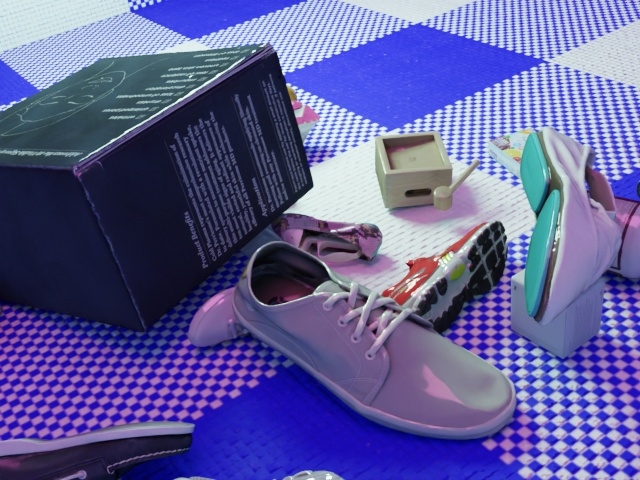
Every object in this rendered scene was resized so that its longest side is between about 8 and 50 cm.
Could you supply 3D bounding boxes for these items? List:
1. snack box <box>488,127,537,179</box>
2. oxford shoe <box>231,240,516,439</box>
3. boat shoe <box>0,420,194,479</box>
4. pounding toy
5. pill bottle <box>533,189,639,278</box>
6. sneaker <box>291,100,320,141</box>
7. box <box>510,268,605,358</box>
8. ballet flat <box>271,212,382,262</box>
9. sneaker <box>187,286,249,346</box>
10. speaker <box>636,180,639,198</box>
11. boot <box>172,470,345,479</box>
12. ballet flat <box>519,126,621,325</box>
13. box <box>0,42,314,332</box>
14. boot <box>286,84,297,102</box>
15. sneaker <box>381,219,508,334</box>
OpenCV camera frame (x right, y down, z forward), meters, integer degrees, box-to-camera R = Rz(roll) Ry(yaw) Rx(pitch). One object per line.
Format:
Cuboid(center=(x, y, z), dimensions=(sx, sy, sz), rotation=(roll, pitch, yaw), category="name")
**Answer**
Cuboid(center=(0.412, -0.171, 1.620), dimensions=(0.100, 0.037, 0.141), rotation=(-16, 33, -13), category="snack box")
Cuboid(center=(0.059, 0.130, 1.129), dimensions=(0.449, 0.130, 0.169), rotation=(26, 44, 25), category="oxford shoe")
Cuboid(center=(-0.308, 0.291, 1.050), dimensions=(0.302, 0.091, 0.114), rotation=(-8, -11, 3), category="boat shoe")
Cuboid(center=(0.207, -0.110, 1.537), dimensions=(0.181, 0.094, 0.206), rotation=(-5, 42, -3), category="pounding toy")
Cuboid(center=(0.460, -0.010, 1.283), dimensions=(0.221, 0.121, 0.121), rotation=(17, 41, 34), category="pill bottle")
Cuboid(center=(-0.117, -0.217, 1.742), dimensions=(0.252, 0.111, 0.103), rotation=(-14, 49, -34), category="sneaker")
Cuboid(center=(0.340, 0.093, 1.174), dimensions=(0.087, 0.102, 0.101), rotation=(-27, 38, -28), category="box")
Cuboid(center=(0.000, 0.000, 1.440), dimensions=(0.221, 0.077, 0.079), rotation=(7, 56, 23), category="ballet flat")
Cuboid(center=(-0.102, 0.119, 1.279), dimensions=(0.212, 0.080, 0.094), rotation=(-26, 48, -26), category="sneaker")
Cuboid(center=(0.630, -0.113, 1.459), dimensions=(0.136, 0.055, 0.055), rotation=(-29, 38, -28), category="speaker")
Cuboid(center=(-0.051, 0.318, 0.954), dimensions=(0.258, 0.095, 0.123), rotation=(18, 35, 23), category="boot")
Cuboid(center=(0.359, -0.032, 1.152), dimensions=(0.139, 0.139, 0.400), rotation=(-1, 38, 13), category="ballet flat")
Cuboid(center=(-0.354, -0.118, 1.446), dimensions=(0.479, 0.298, 0.471), rotation=(6, 34, 38), category="box")
Cuboid(center=(-0.202, -0.246, 1.804), dimensions=(0.295, 0.104, 0.211), rotation=(-17, 22, 20), category="boot")
Cuboid(center=(0.196, 0.044, 1.292), dimensions=(0.118, 0.107, 0.279), rotation=(12, 35, 44), category="sneaker")
